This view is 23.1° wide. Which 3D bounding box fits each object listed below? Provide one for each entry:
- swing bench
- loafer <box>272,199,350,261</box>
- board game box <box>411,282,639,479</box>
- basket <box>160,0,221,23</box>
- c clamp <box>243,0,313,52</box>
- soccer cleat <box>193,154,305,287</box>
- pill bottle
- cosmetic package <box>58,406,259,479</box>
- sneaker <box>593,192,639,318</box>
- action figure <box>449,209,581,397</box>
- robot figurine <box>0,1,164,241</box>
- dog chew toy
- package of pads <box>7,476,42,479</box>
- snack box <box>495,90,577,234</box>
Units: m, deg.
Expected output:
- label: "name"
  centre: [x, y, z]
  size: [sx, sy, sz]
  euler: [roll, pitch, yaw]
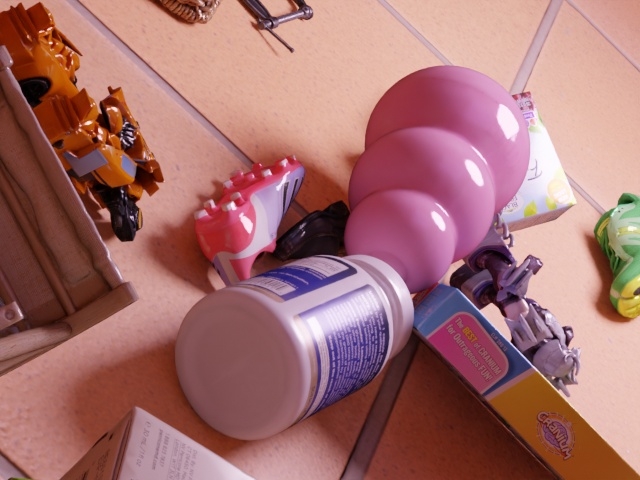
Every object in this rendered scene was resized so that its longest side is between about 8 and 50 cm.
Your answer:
- label: "swing bench"
  centre: [-0.326, -0.003, 1.303]
  size: [0.253, 0.165, 0.254]
  euler: [62, 29, 3]
- label: "loafer"
  centre: [0.000, 0.000, 1.847]
  size: [0.061, 0.062, 0.170]
  euler: [55, 32, 5]
- label: "board game box"
  centre: [0.229, 0.182, 1.801]
  size: [0.316, 0.064, 0.242]
  euler: [45, -1, -3]
- label: "basket"
  centre: [-0.214, -0.449, 2.075]
  size: [0.213, 0.223, 0.299]
  euler: [9, 35, 2]
- label: "c clamp"
  centre: [-0.059, -0.325, 2.197]
  size: [0.137, 0.022, 0.160]
  euler: [43, 31, 4]
- label: "soccer cleat"
  centre: [-0.074, -0.027, 1.784]
  size: [0.248, 0.083, 0.095]
  euler: [-48, 123, -65]
- label: "pill bottle"
  centre: [-0.017, 0.099, 1.614]
  size: [0.153, 0.153, 0.264]
  euler: [53, 31, 11]
- label: "cosmetic package"
  centre: [-0.062, 0.273, 1.147]
  size: [0.309, 0.160, 0.113]
  euler: [34, 33, -17]
- label: "sneaker"
  centre: [0.470, 0.020, 2.393]
  size: [0.123, 0.109, 0.295]
  euler: [24, 32, 6]
- label: "action figure"
  centre: [0.246, 0.078, 1.914]
  size: [0.285, 0.099, 0.185]
  euler: [58, -9, 51]
- label: "robot figurine"
  centre: [-0.235, -0.114, 1.555]
  size: [0.211, 0.085, 0.291]
  euler: [62, 3, 18]
- label: "dog chew toy"
  centre: [0.128, -0.063, 1.878]
  size: [0.206, 0.206, 0.332]
  euler: [40, 44, -11]
- label: "package of pads"
  centre: [-0.128, 0.320, 1.267]
  size: [0.296, 0.101, 0.229]
  euler: [14, 42, -42]
- label: "snack box"
  centre: [0.216, -0.093, 2.102]
  size: [0.207, 0.070, 0.175]
  euler: [-14, 76, -24]
